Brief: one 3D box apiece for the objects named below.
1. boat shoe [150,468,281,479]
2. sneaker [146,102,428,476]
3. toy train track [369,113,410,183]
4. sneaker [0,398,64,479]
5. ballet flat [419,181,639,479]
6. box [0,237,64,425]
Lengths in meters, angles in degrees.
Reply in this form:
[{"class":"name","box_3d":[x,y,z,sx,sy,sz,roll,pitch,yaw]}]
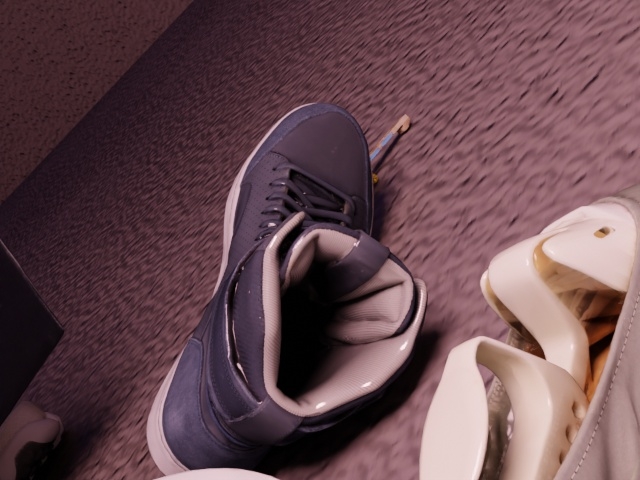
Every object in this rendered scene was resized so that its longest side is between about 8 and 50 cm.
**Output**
[{"class":"boat shoe","box_3d":[-0.112,0.173,0.505,0.302,0.114,0.091,-34,18,42]},{"class":"sneaker","box_3d":[0.001,0.001,0.606,0.163,0.086,0.226,-45,23,57]},{"class":"toy train track","box_3d":[0.032,-0.045,0.789,0.083,0.014,0.048,-51,8,-22]},{"class":"sneaker","box_3d":[-0.296,0.161,1.016,0.110,0.118,0.292,-56,18,-24]},{"class":"ballet flat","box_3d":[0.075,0.037,0.394,0.072,0.068,0.213,-32,24,47]},{"class":"box","box_3d":[-0.385,0.102,0.717,0.312,0.179,0.343,9,54,30]}]
